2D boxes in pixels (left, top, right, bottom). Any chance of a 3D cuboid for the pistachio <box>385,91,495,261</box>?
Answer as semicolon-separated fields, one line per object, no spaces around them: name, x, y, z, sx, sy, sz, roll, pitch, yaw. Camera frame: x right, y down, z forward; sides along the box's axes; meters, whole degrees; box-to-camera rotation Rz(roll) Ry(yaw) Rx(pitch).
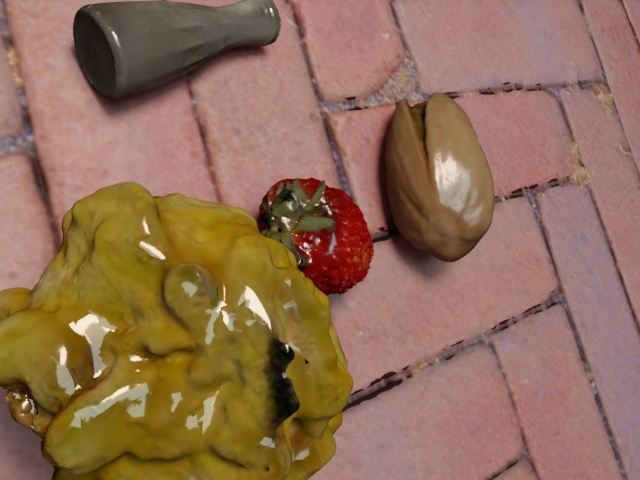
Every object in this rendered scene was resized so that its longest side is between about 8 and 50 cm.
pistachio;0.144;-0.084;0.693;0.135;0.135;0.226;5;67;-29

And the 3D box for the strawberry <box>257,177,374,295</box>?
strawberry;-0.007;0.000;0.590;0.131;0.148;0.131;-4;72;12

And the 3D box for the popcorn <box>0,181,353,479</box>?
popcorn;-0.112;0.091;0.440;0.251;0.215;0.287;-30;92;-1

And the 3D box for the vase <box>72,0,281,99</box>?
vase;-0.137;-0.215;0.582;0.214;0.086;0.086;-30;93;-38
